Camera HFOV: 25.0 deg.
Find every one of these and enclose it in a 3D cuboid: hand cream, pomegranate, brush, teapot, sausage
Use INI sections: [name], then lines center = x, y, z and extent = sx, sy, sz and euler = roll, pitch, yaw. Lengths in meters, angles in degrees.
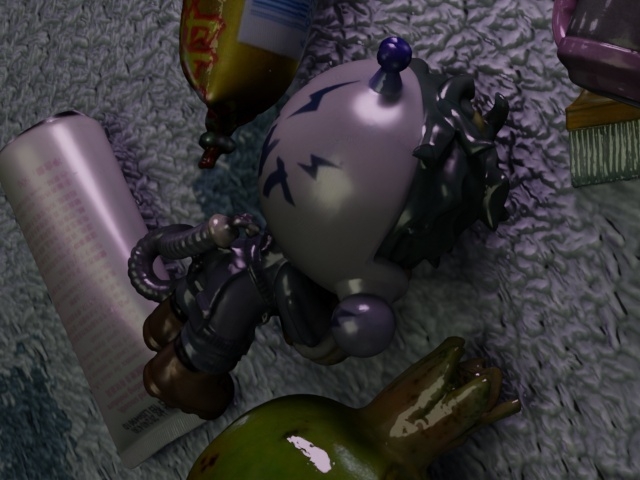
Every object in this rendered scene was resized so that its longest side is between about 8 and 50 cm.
[hand cream]
center = -0.217, 0.042, 1.479
extent = 0.185, 0.118, 0.358
euler = -35, 76, 39
[pomegranate]
center = 0.023, 0.199, 1.155
extent = 0.236, 0.236, 0.302
euler = 41, 98, 37
[brush]
center = 0.210, -0.150, 1.062
extent = 0.082, 0.010, 0.218
euler = -4, 89, 48
[teapot]
center = 0.231, -0.163, 0.983
extent = 0.148, 0.116, 0.146
euler = -112, 41, -82
[sausage]
center = -0.061, -0.214, 1.232
extent = 0.125, 0.117, 0.317
euler = -158, 81, -77

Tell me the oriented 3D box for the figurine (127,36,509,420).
[figurine]
center = 0.002, 0.003, 1.167
extent = 0.382, 0.186, 0.261
euler = -48, 45, 33
